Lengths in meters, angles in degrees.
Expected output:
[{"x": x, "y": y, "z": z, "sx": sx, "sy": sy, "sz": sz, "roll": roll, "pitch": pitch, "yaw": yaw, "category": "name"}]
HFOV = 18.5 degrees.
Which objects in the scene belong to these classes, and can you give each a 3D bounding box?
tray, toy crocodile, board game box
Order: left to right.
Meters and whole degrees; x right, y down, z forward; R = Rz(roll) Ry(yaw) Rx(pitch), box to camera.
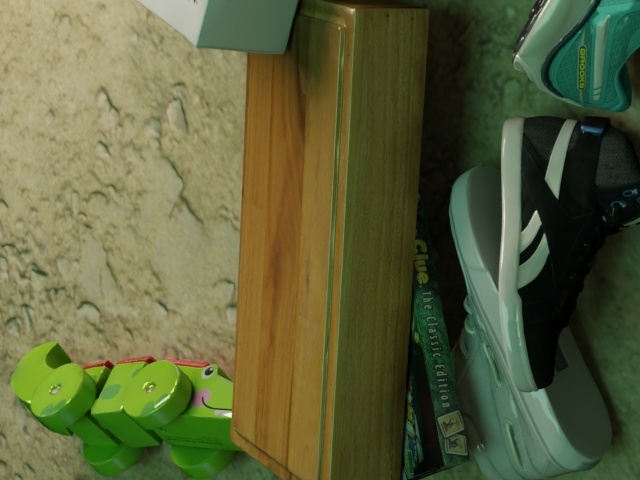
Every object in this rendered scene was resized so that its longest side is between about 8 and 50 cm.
[{"x": -0.170, "y": 0.157, "z": 1.898, "sx": 0.340, "sy": 0.105, "sz": 0.115, "roll": -3, "pitch": 141, "yaw": 42, "category": "toy crocodile"}, {"x": 0.000, "y": 0.000, "z": 1.646, "sx": 0.203, "sy": 0.076, "sz": 0.411, "roll": 25, "pitch": 114, "yaw": 61, "category": "tray"}, {"x": 0.061, "y": 0.071, "z": 1.643, "sx": 0.136, "sy": 0.030, "sz": 0.259, "roll": 146, "pitch": 117, "yaw": -63, "category": "board game box"}]

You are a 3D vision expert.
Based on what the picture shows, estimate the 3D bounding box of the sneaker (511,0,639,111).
[{"x": 0.247, "y": -0.216, "z": 1.437, "sx": 0.110, "sy": 0.107, "sz": 0.275, "roll": 29, "pitch": 119, "yaw": -1, "category": "sneaker"}]

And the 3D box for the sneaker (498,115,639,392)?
[{"x": 0.199, "y": 0.005, "z": 1.491, "sx": 0.121, "sy": 0.079, "sz": 0.217, "roll": -3, "pitch": 77, "yaw": 14, "category": "sneaker"}]

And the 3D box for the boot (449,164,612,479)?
[{"x": 0.135, "y": 0.077, "z": 1.600, "sx": 0.123, "sy": 0.095, "sz": 0.258, "roll": -25, "pitch": 82, "yaw": 43, "category": "boot"}]

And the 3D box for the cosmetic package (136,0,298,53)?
[{"x": -0.089, "y": -0.378, "z": 1.611, "sx": 0.284, "sy": 0.097, "sz": 0.377, "roll": 41, "pitch": 122, "yaw": 49, "category": "cosmetic package"}]
